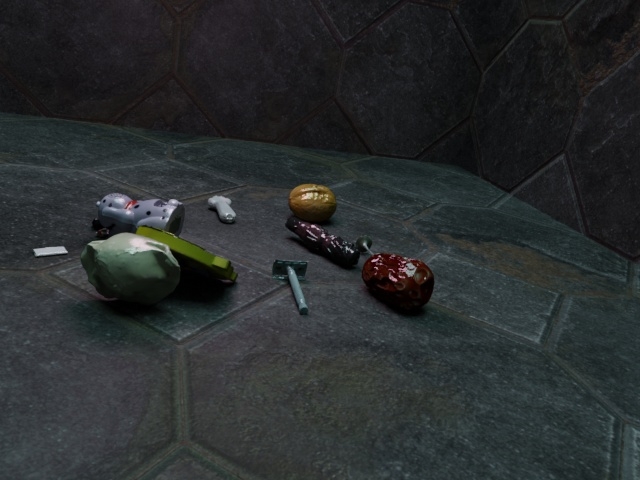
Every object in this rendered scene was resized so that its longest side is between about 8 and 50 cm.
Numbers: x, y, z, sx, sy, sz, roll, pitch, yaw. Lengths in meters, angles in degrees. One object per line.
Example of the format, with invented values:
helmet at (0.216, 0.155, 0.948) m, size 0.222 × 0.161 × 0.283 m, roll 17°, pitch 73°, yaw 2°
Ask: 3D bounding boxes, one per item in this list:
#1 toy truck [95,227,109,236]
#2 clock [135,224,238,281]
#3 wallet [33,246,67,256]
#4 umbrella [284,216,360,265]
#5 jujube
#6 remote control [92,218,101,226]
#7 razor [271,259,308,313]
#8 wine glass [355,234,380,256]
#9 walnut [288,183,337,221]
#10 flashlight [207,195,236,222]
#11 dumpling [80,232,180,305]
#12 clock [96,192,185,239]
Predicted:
toy truck at (-0.681, -0.031, 1.755) m, size 0.032 × 0.024 × 0.083 m, roll -9°, pitch 13°, yaw 27°
clock at (-0.371, 0.050, 1.488) m, size 0.294 × 0.071 × 0.277 m, roll 22°, pitch -14°, yaw 8°
wallet at (-0.772, 0.031, 1.564) m, size 0.083 × 0.011 × 0.044 m, roll -7°, pitch 26°, yaw -37°
umbrella at (0.000, 0.000, 1.910) m, size 0.326 × 0.094 × 0.090 m, roll 27°, pitch -1°, yaw 35°
jujube at (0.230, 0.117, 1.648) m, size 0.155 × 0.155 × 0.230 m, roll -6°, pitch 17°, yaw -38°
remote control at (-0.631, -0.060, 1.832) m, size 0.245 × 0.025 × 0.063 m, roll -2°, pitch -5°, yaw -28°
razor at (-0.068, 0.134, 1.580) m, size 0.106 × 0.068 × 0.232 m, roll 3°, pitch 27°, yaw -17°
wine glass at (0.195, 0.066, 1.869) m, size 0.074 × 0.074 × 0.262 m, roll 2°, pitch 24°, yaw -21°
walnut at (-0.032, -0.152, 2.210) m, size 0.207 × 0.159 × 0.159 m, roll 7°, pitch 20°, yaw -24°
flashlight at (-0.373, -0.118, 2.105) m, size 0.093 × 0.047 × 0.200 m, roll 0°, pitch 26°, yaw -25°
dumpling at (-0.462, 0.078, 1.343) m, size 0.258 × 0.192 × 0.147 m, roll -3°, pitch 23°, yaw 11°
clock at (-0.566, -0.063, 1.681) m, size 0.254 × 0.188 × 0.189 m, roll 12°, pitch 21°, yaw 1°
